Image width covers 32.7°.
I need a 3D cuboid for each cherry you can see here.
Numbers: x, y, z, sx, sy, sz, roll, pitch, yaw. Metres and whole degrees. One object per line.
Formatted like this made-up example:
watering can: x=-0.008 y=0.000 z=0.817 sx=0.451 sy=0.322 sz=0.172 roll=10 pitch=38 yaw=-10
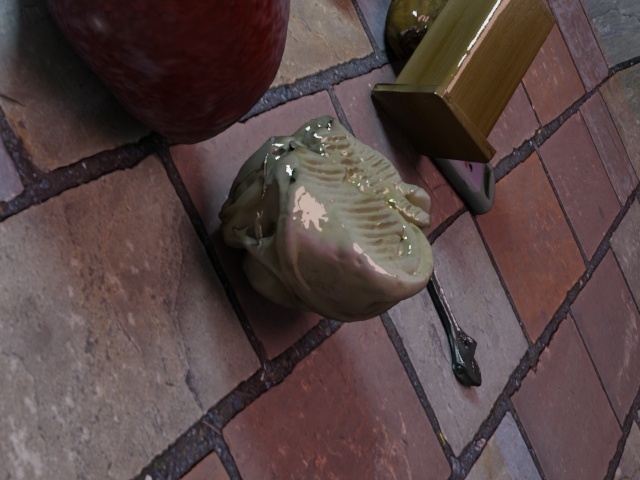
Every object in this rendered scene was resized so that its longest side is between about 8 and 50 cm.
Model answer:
cherry: x=-0.176 y=-0.301 z=1.289 sx=0.335 sy=0.291 sz=0.326 roll=59 pitch=14 yaw=-54

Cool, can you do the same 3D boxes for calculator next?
calculator: x=0.281 y=-0.158 z=2.159 sx=0.246 sy=0.045 sz=0.141 roll=49 pitch=35 yaw=-31

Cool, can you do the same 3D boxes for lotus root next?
lotus root: x=0.201 y=-0.437 z=2.127 sx=0.145 sy=0.128 sz=0.260 roll=45 pitch=35 yaw=-19

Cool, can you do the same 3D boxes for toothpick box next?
toothpick box: x=0.272 y=-0.322 z=1.973 sx=0.190 sy=0.187 sz=0.308 roll=44 pitch=71 yaw=-33

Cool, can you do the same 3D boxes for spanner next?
spanner: x=0.208 y=0.105 z=1.889 sx=0.093 sy=0.026 sz=0.325 roll=-26 pitch=92 yaw=-60

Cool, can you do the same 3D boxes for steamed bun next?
steamed bun: x=0.000 y=0.000 z=1.427 sx=0.280 sy=0.207 sz=0.268 roll=37 pitch=33 yaw=-13
